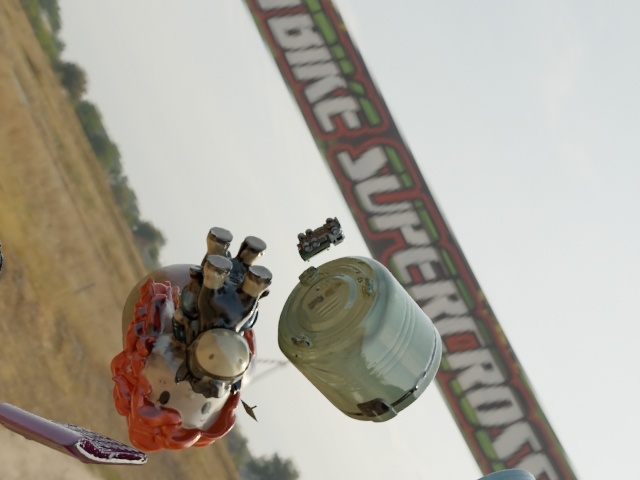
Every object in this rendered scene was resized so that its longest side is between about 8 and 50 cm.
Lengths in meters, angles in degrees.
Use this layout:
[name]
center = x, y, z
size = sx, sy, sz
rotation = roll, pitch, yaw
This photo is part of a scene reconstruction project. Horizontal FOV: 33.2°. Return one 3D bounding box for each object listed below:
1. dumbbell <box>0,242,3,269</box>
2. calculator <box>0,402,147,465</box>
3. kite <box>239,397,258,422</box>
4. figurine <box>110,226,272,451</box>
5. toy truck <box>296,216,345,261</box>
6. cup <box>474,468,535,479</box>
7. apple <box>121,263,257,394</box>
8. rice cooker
[dumbbell]
center = -0.649, -0.006, 1.725
size = 0.388, 0.185, 0.185
rotation = 26, -35, 46
[calculator]
center = -0.296, 0.237, 1.277
size = 0.126, 0.034, 0.190
rotation = 15, -12, 23
[kite]
center = -0.101, 0.258, 1.609
size = 0.044, 0.002, 0.078
rotation = 61, -22, -16
[figurine]
center = -0.198, 0.170, 1.771
size = 0.412, 0.241, 0.306
rotation = -45, -132, 49
[toy truck]
center = 0.000, 0.000, 1.749
size = 0.044, 0.083, 0.039
rotation = 61, 0, -39
[cup]
center = 0.307, 0.602, 1.759
size = 0.256, 0.331, 0.311
rotation = 13, 31, -42
[apple]
center = -0.265, 0.194, 2.131
size = 0.306, 0.235, 0.306
rotation = 62, 10, -19
[rice cooker]
center = 0.064, 0.159, 1.709
size = 0.244, 0.226, 0.226
rotation = 45, 4, -36
